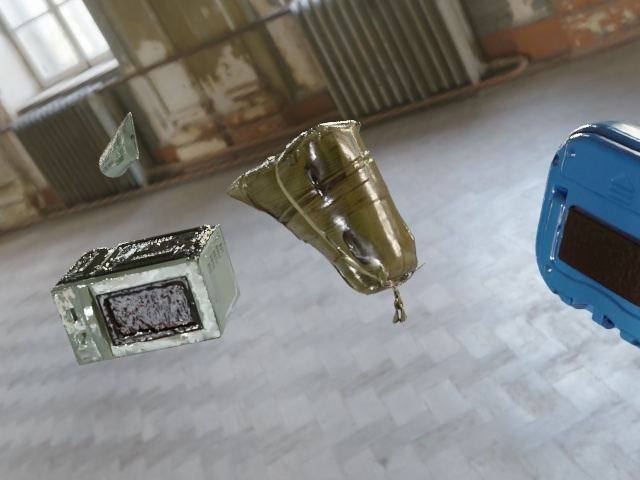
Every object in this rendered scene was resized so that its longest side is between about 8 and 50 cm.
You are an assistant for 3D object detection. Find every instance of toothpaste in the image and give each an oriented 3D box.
[{"bbox_3d":[-0.275,-0.121,1.296,0.041,0.064,0.218,-8,-4,-21],"label":"toothpaste"}]

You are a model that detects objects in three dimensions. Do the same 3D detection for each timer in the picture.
[{"bbox_3d":[0.470,-0.004,1.415,0.115,0.309,0.340,-13,31,-30],"label":"timer"}]

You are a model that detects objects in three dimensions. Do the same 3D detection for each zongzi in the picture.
[{"bbox_3d":[0.000,0.000,0.881,0.178,0.189,0.081,-26,0,45],"label":"zongzi"}]

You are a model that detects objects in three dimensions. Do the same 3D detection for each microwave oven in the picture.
[{"bbox_3d":[-0.233,0.068,1.279,0.208,0.122,0.162,-12,20,10],"label":"microwave oven"}]
